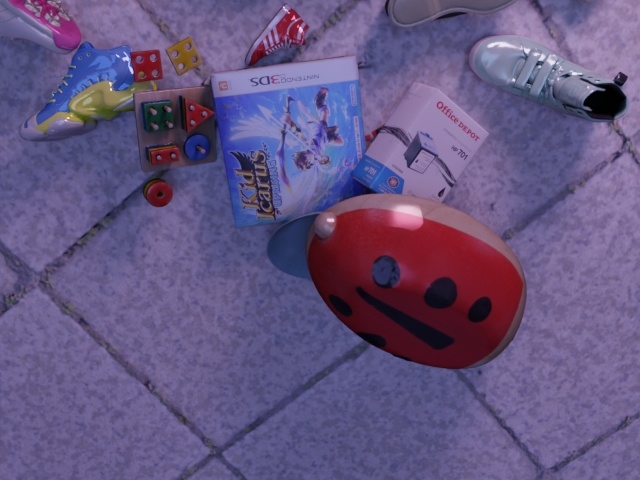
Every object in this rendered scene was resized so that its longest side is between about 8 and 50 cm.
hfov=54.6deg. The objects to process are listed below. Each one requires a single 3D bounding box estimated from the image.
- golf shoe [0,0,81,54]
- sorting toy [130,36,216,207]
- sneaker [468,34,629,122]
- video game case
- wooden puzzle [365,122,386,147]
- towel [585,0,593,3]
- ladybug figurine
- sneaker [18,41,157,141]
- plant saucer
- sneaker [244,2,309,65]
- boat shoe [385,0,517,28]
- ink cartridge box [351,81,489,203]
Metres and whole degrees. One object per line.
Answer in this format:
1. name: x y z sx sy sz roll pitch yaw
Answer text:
1. golf shoe: -0.528 -0.366 0.982 0.306 0.115 0.140 32 114 -3
2. sorting toy: -0.234 -0.190 1.026 0.132 0.046 0.275 -13 118 -28
3. sneaker: 0.371 -0.264 0.996 0.255 0.151 0.094 18 108 -5
4. video game case: -0.046 -0.167 1.069 0.244 0.061 0.270 -7 108 2
5. wooden puzzle: 0.121 -0.181 1.089 0.083 0.006 0.049 -31 111 3
6. towel: 0.431 -0.544 0.961 0.187 0.049 0.282 29 106 -8
7. ladybug figurine: 0.164 0.089 1.041 0.449 0.162 0.305 28 130 -25
8. sneaker: -0.398 -0.251 1.032 0.240 0.091 0.126 -20 95 -2
9. plant saucer: 0.000 0.000 1.104 0.194 0.037 0.195 -5 143 -4
10. sneaker: -0.069 -0.324 1.027 0.067 0.042 0.118 39 101 -9
11. boat shoe: 0.215 -0.399 0.992 0.227 0.069 0.081 -11 120 3
12. ink cartridge box: 0.166 -0.144 1.037 0.139 0.082 0.191 31 98 -29
